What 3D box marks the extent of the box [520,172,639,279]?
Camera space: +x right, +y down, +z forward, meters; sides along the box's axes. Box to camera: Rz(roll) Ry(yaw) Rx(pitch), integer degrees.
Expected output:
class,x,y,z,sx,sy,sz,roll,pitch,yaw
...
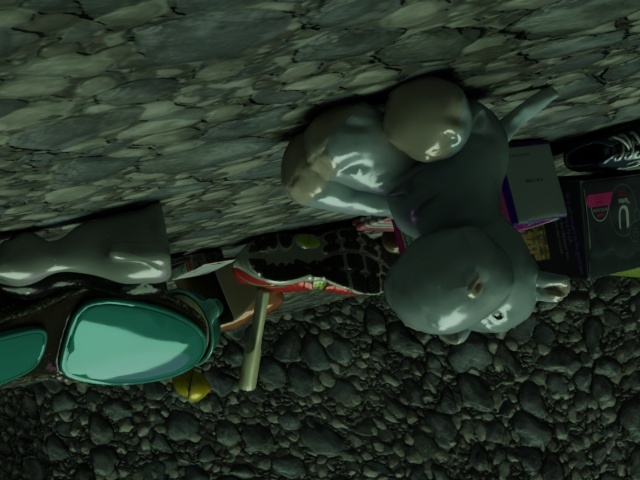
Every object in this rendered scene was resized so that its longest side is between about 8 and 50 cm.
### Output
class,x,y,z,sx,sy,sz,roll,pitch,yaw
box,0.319,-0.021,1.746,0.270,0.143,0.165,0,-174,44

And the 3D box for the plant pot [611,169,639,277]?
class,x,y,z,sx,sy,sz,roll,pitch,yaw
plant pot,0.622,-0.033,2.198,0.253,0.276,0.276,-2,174,3

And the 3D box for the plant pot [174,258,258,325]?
class,x,y,z,sx,sy,sz,roll,pitch,yaw
plant pot,-0.173,0.086,2.076,0.109,0.109,0.096,-20,-176,42

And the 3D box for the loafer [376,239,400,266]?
class,x,y,z,sx,sy,sz,roll,pitch,yaw
loafer,0.157,0.053,2.496,0.130,0.134,0.366,8,170,18

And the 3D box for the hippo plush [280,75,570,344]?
class,x,y,z,sx,sy,sz,roll,pitch,yaw
hippo plush,0.104,-0.013,1.166,0.234,0.237,0.294,-18,172,32

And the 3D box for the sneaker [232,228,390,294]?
class,x,y,z,sx,sy,sz,roll,pitch,yaw
sneaker,-0.015,0.040,1.936,0.279,0.107,0.118,8,161,-27

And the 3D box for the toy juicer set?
class,x,y,z,sx,sy,sz,roll,pitch,yaw
toy juicer set,-0.215,0.179,1.984,0.329,0.209,0.089,2,-165,39

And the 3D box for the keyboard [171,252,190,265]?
class,x,y,z,sx,sy,sz,roll,pitch,yaw
keyboard,-0.285,0.053,1.875,0.108,0.023,0.180,-18,176,-30

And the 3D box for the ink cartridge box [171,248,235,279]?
class,x,y,z,sx,sy,sz,roll,pitch,yaw
ink cartridge box,-0.189,0.035,1.889,0.062,0.029,0.115,-9,171,-34

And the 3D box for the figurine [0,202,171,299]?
class,x,y,z,sx,sy,sz,roll,pitch,yaw
figurine,-0.285,0.027,1.383,0.209,0.092,0.215,-9,172,-11

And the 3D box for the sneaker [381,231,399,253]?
class,x,y,z,sx,sy,sz,roll,pitch,yaw
sneaker,0.195,-0.034,2.056,0.188,0.066,0.071,-18,158,-14

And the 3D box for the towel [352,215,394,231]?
class,x,y,z,sx,sy,sz,roll,pitch,yaw
towel,0.167,-0.052,1.932,0.197,0.029,0.144,-19,170,34

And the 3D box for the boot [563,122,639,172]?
class,x,y,z,sx,sy,sz,roll,pitch,yaw
boot,0.435,-0.128,1.641,0.190,0.069,0.086,-17,176,39

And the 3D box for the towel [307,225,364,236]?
class,x,y,z,sx,sy,sz,roll,pitch,yaw
towel,0.000,0.000,2.008,0.148,0.027,0.110,-15,174,6

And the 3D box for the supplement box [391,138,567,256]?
class,x,y,z,sx,sy,sz,roll,pitch,yaw
supplement box,0.208,-0.053,1.624,0.111,0.114,0.220,-9,174,-42

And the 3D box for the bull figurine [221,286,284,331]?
class,x,y,z,sx,sy,sz,roll,pitch,yaw
bull figurine,-0.221,0.139,2.427,0.310,0.101,0.188,-11,177,-7

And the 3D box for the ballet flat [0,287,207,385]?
class,x,y,z,sx,sy,sz,roll,pitch,yaw
ballet flat,-0.372,0.106,1.547,0.482,0.182,0.164,-4,127,-44
